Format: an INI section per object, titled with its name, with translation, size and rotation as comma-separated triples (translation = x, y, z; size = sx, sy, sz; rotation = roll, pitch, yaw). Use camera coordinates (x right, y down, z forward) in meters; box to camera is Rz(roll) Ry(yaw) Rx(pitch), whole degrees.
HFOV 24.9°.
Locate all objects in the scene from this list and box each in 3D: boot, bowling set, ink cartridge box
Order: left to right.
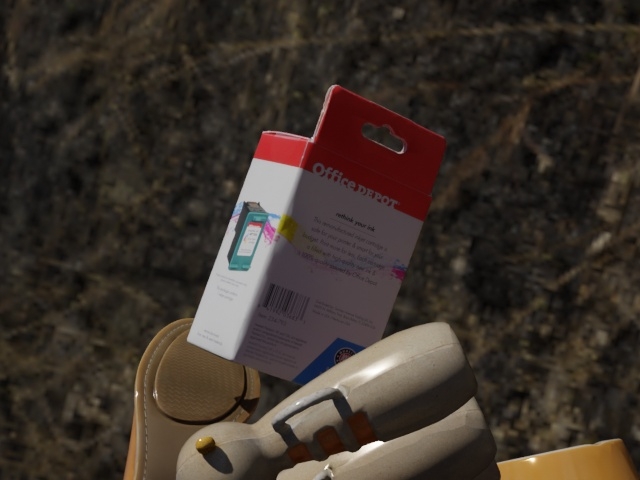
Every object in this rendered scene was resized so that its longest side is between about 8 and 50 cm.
[boot]
translation = -0.132, 0.223, 1.227
size = 0.283, 0.109, 0.220
rotation = -95, 24, -48
[ink cartridge box]
translation = 0.000, 0.000, 1.179
size = 0.078, 0.134, 0.231
rotation = 15, 84, 56
[bowling set]
translation = 0.034, 0.172, 0.652
size = 0.287, 0.154, 0.200
rotation = 62, -178, -67

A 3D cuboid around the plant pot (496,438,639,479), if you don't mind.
[plant pot]
translation = 0.203, 0.265, 1.173
size = 0.205, 0.205, 0.188
rotation = 145, 115, -66
